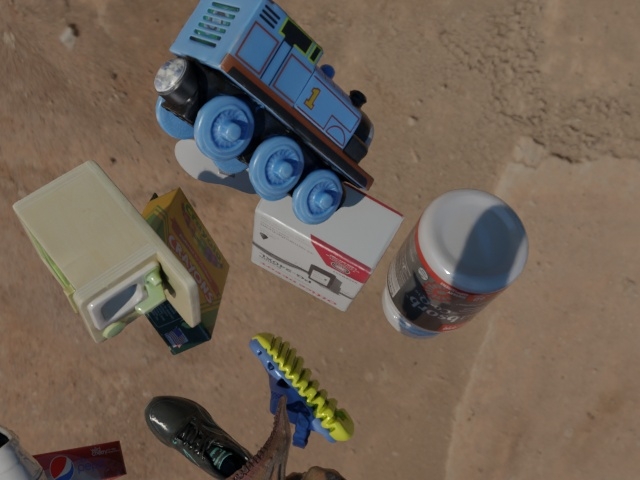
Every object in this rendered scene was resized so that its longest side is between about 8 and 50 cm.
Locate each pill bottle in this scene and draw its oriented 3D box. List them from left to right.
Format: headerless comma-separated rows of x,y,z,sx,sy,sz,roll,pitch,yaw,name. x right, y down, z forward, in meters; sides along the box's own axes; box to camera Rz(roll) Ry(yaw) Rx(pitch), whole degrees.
0.251,0.065,1.473,0.210,0.363,0.210,4,65,-9,pill bottle

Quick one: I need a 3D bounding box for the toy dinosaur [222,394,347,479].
-0.087,0.328,0.813,0.201,0.127,0.295,7,94,-26,toy dinosaur

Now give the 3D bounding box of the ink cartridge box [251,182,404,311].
0.000,0.000,0.656,0.109,0.150,0.063,29,71,3,ink cartridge box

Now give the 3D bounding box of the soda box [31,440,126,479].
-0.565,0.511,1.625,0.092,0.083,0.263,-29,160,29,soda box

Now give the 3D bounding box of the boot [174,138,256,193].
-0.207,-0.183,1.720,0.123,0.258,0.095,-35,144,-55,boot

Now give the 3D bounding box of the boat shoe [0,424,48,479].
-0.411,0.238,0.840,0.096,0.268,0.088,-30,114,-39,boat shoe

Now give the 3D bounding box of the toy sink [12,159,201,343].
-0.283,0.040,0.981,0.131,0.152,0.234,-36,73,-22,toy sink

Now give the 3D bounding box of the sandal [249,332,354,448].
-0.068,0.354,1.678,0.138,0.126,0.317,-39,84,14,sandal

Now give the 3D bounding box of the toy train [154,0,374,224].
-0.028,-0.085,0.505,0.184,0.080,0.105,34,89,-45,toy train

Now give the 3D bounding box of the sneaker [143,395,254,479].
-0.220,0.385,1.411,0.267,0.106,0.101,35,72,-3,sneaker

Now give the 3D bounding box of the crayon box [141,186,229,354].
-0.262,0.036,1.362,0.081,0.318,0.202,-25,115,12,crayon box
